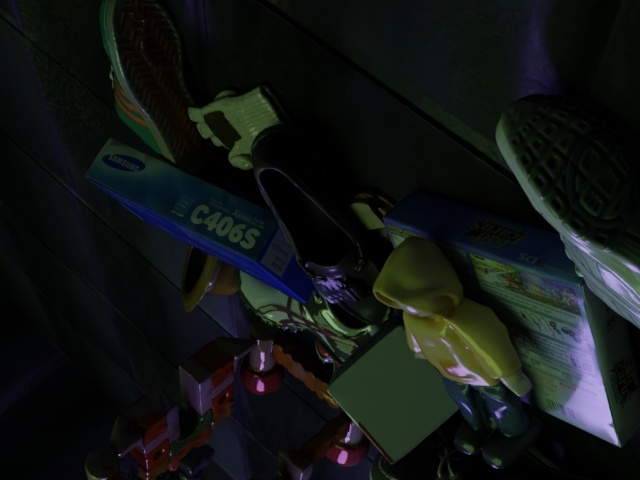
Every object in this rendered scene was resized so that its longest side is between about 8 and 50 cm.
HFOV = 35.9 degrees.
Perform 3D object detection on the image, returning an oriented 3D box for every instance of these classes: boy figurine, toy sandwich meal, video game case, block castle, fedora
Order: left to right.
[{"bbox_3d":[-0.165,0.034,1.599,0.079,0.194,0.194,15,164,-20],"label":"fedora"},{"bbox_3d":[-0.156,0.375,1.680,0.303,0.453,0.212,37,145,23],"label":"block castle"},{"bbox_3d":[0.072,-0.024,1.210,0.086,0.029,0.085,38,154,23],"label":"toy sandwich meal"},{"bbox_3d":[0.152,0.121,1.072,0.177,0.092,0.285,19,147,52],"label":"boy figurine"},{"bbox_3d":[0.214,0.080,1.090,0.270,0.061,0.244,22,146,45],"label":"video game case"}]

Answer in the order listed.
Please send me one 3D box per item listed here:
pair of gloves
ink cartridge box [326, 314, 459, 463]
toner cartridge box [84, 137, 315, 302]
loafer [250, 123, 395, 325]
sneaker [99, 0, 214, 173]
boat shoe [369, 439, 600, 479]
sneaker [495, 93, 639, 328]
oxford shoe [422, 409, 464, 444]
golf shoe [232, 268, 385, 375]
[{"bbox_3d":[-0.071,-0.096,1.334,0.204,0.042,0.240,5,133,57],"label":"pair of gloves"},{"bbox_3d":[0.099,0.188,1.293,0.128,0.127,0.176,48,-176,3],"label":"ink cartridge box"},{"bbox_3d":[-0.166,-0.031,1.430,0.348,0.075,0.165,25,168,32],"label":"toner cartridge box"},{"bbox_3d":[0.000,0.000,1.237,0.109,0.095,0.302,-24,114,20],"label":"loafer"},{"bbox_3d":[-0.249,-0.222,1.363,0.121,0.108,0.302,26,149,33],"label":"sneaker"},{"bbox_3d":[0.232,0.312,1.268,0.335,0.112,0.095,15,130,9],"label":"boat shoe"},{"bbox_3d":[0.253,0.001,0.859,0.297,0.111,0.129,49,162,2],"label":"sneaker"},{"bbox_3d":[0.130,0.242,1.434,0.227,0.096,0.082,21,146,49],"label":"oxford shoe"},{"bbox_3d":[-0.010,0.089,1.468,0.273,0.105,0.120,35,135,19],"label":"golf shoe"}]
